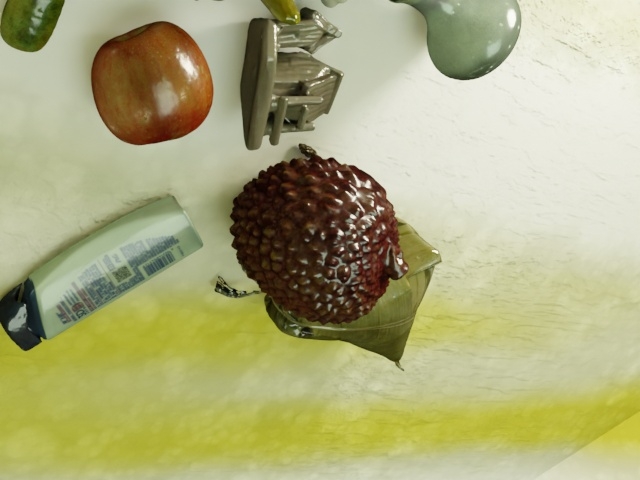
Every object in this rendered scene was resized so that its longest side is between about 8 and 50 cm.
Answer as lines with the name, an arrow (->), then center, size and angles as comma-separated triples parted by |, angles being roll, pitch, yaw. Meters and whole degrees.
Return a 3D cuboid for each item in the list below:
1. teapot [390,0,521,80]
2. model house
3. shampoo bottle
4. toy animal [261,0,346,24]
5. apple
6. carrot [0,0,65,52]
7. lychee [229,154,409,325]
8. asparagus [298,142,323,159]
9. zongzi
teapot -> 0.217, -0.394, 1.694 | 0.251, 0.183, 0.183 | 32, 105, -37
model house -> -0.044, -0.270, 1.638 | 0.188, 0.122, 0.229 | -11, 130, -30
shampoo bottle -> -0.382, 0.051, 1.710 | 0.359, 0.078, 0.134 | -31, 135, -9
toy animal -> -0.049, -0.425, 1.451 | 0.363, 0.180, 0.181 | 1, 121, -39
apple -> -0.252, -0.231, 1.484 | 0.181, 0.181, 0.168 | -29, 116, -12
carrot -> -0.337, -0.415, 1.329 | 0.074, 0.074, 0.359 | 11, 117, -42
lychee -> 0.000, 0.000, 1.773 | 0.306, 0.330, 0.306 | 14, 90, -75
asparagus -> 0.020, -0.115, 1.901 | 0.024, 0.025, 0.248 | -5, 148, 26
zongzi -> 0.013, 0.175, 2.049 | 0.447, 0.181, 0.418 | -16, 135, -22
